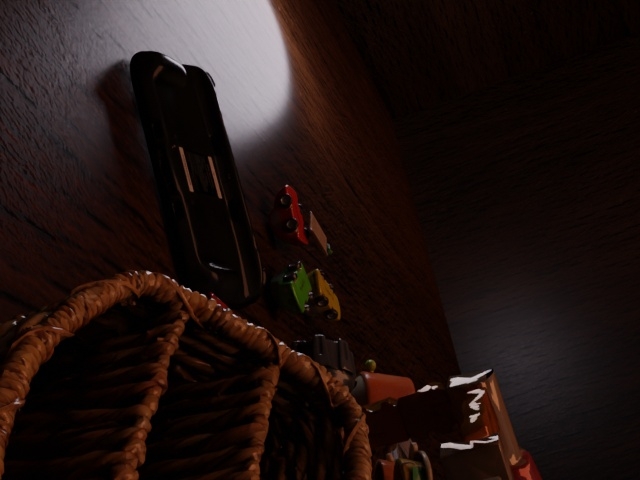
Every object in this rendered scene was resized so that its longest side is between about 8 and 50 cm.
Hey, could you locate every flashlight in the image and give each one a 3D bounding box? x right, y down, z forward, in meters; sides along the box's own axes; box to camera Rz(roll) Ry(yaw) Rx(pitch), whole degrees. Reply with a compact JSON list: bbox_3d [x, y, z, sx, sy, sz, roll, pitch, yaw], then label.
[{"bbox_3d":[0.023,0.270,1.100,0.304,0.103,0.103,-94,160,-45],"label":"flashlight"}]

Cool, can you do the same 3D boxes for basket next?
[{"bbox_3d":[-0.104,0.143,0.469,0.299,0.223,0.213,-82,152,-61],"label":"basket"}]

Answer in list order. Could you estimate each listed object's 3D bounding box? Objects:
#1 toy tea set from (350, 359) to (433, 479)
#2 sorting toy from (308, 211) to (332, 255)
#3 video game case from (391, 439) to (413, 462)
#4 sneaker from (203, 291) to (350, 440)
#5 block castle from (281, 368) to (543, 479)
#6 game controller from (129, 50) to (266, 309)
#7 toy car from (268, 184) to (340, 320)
[{"bbox_3d":[0.094,0.368,1.334,0.336,0.124,0.200,-99,-166,-47],"label":"toy tea set"},{"bbox_3d":[0.000,0.000,1.330,0.083,0.012,0.062,60,12,-30],"label":"sorting toy"},{"bbox_3d":[0.172,0.458,1.659,0.190,0.022,0.173,61,17,-44],"label":"video game case"},{"bbox_3d":[-0.070,0.128,0.819,0.221,0.087,0.128,24,-13,43],"label":"sneaker"},{"bbox_3d":[0.056,0.315,0.725,0.453,0.303,0.212,-57,129,-73],"label":"block castle"},{"bbox_3d":[-0.147,-0.072,0.985,0.166,0.067,0.319,2,69,-61],"label":"game controller"},{"bbox_3d":[-0.039,0.051,1.250,0.225,0.053,0.239,-68,138,-70],"label":"toy car"}]
